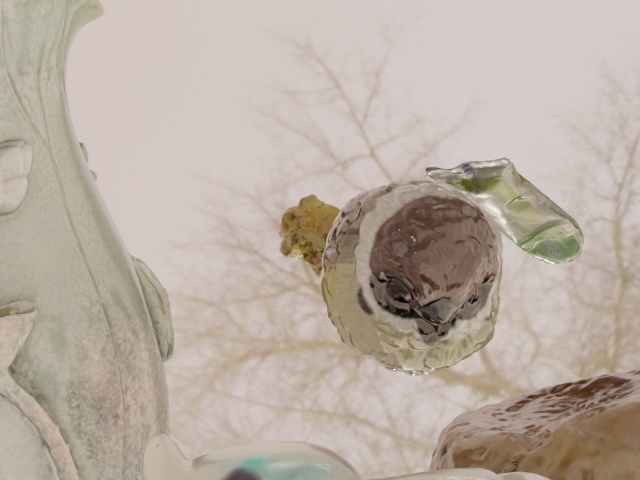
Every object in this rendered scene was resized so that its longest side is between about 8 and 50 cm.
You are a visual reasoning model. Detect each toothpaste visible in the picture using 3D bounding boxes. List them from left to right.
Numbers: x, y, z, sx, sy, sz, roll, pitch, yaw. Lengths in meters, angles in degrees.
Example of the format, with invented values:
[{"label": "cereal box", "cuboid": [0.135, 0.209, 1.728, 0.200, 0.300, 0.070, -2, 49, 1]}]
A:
[{"label": "toothpaste", "cuboid": [0.181, -0.025, 1.062, 0.248, 0.078, 0.047, 29, -118, -53]}]

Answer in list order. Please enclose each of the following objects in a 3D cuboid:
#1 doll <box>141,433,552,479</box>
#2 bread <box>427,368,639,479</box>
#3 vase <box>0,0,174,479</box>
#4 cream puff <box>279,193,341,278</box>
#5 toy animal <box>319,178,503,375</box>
[{"label": "doll", "cuboid": [0.017, 0.132, 0.438, 0.107, 0.180, 0.110, 129, 153, -65]}, {"label": "bread", "cuboid": [0.184, 0.161, 0.801, 0.230, 0.230, 0.123, -16, -89, -46]}, {"label": "vase", "cuboid": [-0.239, 0.023, 0.906, 0.250, 0.249, 0.446, -12, -78, -47]}, {"label": "cream puff", "cuboid": [0.000, 0.000, 1.160, 0.083, 0.083, 0.058, -5, -26, -11]}, {"label": "toy animal", "cuboid": [0.046, 0.001, 0.608, 0.098, 0.137, 0.098, -5, -44, -5]}]
